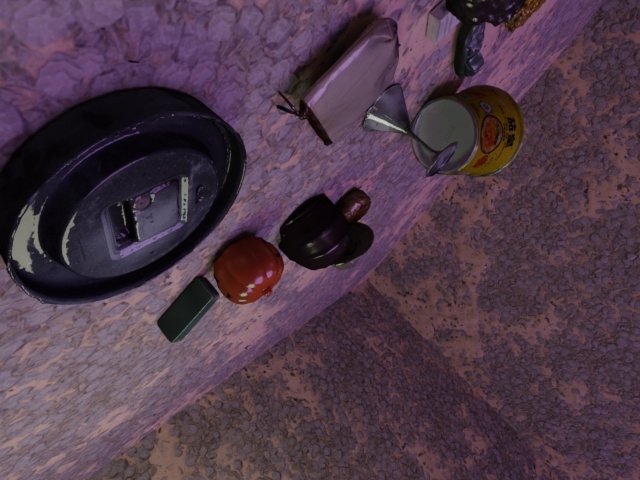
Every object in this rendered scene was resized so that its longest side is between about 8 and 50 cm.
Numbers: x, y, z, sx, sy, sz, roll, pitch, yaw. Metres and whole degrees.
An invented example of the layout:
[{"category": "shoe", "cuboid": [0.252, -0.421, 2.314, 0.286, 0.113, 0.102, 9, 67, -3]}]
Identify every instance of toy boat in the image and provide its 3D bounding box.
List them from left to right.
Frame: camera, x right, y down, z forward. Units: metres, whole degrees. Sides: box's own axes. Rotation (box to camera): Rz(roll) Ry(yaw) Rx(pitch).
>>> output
[{"category": "toy boat", "cuboid": [0.428, -0.542, 1.199, 0.078, 0.085, 0.260, -44, 165, 3]}]

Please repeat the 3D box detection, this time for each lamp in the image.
[{"category": "lamp", "cuboid": [-0.186, 0.086, 1.142, 0.188, 0.164, 0.187, -39, 166, -11]}]

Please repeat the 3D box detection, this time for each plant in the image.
[{"category": "plant", "cuboid": [0.311, -0.526, 0.761, 0.234, 0.204, 0.178, 65, 32, -61]}]

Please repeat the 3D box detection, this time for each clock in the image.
[{"category": "clock", "cuboid": [-0.286, -0.057, 0.660, 0.386, 0.076, 0.386, -41, 165, -13]}]

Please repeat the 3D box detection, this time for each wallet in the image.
[{"category": "wallet", "cuboid": [0.061, -0.321, 0.891, 0.275, 0.068, 0.335, -43, 172, 9]}]

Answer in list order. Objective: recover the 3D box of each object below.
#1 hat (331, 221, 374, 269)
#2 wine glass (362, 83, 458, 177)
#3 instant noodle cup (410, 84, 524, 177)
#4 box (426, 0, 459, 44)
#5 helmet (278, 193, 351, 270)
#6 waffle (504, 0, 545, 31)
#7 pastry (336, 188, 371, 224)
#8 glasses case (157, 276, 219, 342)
[{"category": "hat", "cuboid": [0.087, 0.047, 1.555, 0.252, 0.252, 0.109, -38, 128, -23]}, {"category": "wine glass", "cuboid": [0.242, -0.283, 1.127, 0.156, 0.232, 0.156, -40, 164, -14]}, {"category": "instant noodle cup", "cuboid": [0.477, -0.360, 1.442, 0.254, 0.325, 0.325, -17, 151, -40]}, {"category": "box", "cuboid": [0.317, -0.543, 0.992, 0.154, 0.040, 0.084, -44, 163, -3]}, {"category": "helmet", "cuboid": [0.000, 0.000, 1.382, 0.225, 0.177, 0.305, -43, 164, -11]}, {"category": "waffle", "cuboid": [0.648, -0.753, 1.265, 0.262, 0.060, 0.281, -53, 164, 20]}, {"category": "pastry", "cuboid": [0.117, -0.118, 1.544, 0.153, 0.081, 0.153, -37, 166, -11]}, {"category": "glasses case", "cuboid": [-0.354, 0.185, 1.135, 0.184, 0.078, 0.039, -47, 163, 11]}]
